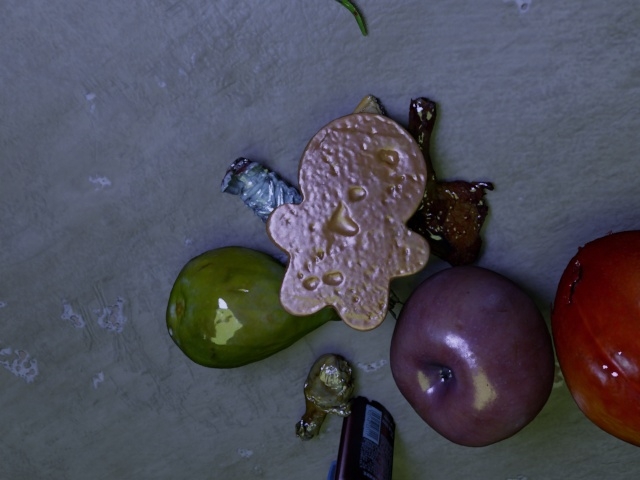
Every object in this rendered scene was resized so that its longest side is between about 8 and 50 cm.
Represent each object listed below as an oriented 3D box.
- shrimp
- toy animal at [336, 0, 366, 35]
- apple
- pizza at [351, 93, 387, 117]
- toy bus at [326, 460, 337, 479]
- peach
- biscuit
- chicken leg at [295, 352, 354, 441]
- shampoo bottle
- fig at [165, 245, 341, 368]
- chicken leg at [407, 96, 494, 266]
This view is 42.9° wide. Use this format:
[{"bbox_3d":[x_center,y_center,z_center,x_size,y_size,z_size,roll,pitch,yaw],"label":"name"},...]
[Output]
[{"bbox_3d":[0.002,0.002,1.452,0.410,0.166,0.221,42,94,1],"label":"shrimp"},{"bbox_3d":[0.022,-0.424,1.284,0.217,0.041,0.075,42,116,-18],"label":"toy animal"},{"bbox_3d":[0.252,0.199,1.406,0.306,0.235,0.305,17,115,39],"label":"apple"},{"bbox_3d":[0.074,-0.164,1.391,0.099,0.036,0.160,34,118,32],"label":"pizza"},{"bbox_3d":[0.099,0.593,1.766,0.134,0.116,0.234,-12,113,14],"label":"toy bus"},{"bbox_3d":[0.547,0.160,1.344,0.370,0.370,0.370,3,118,6],"label":"peach"},{"bbox_3d":[0.051,-0.033,1.340,0.275,0.052,0.354,10,90,1],"label":"biscuit"},{"bbox_3d":[0.009,0.325,1.652,0.103,0.088,0.227,10,115,-12],"label":"chicken leg"},{"bbox_3d":[0.085,0.443,1.569,0.084,0.323,0.129,-38,108,24],"label":"shampoo bottle"},{"bbox_3d":[-0.131,0.109,1.524,0.314,0.233,0.233,-24,121,-29],"label":"fig"},{"bbox_3d":[0.198,-0.087,1.422,0.177,0.083,0.322,-34,110,13],"label":"chicken leg"}]
